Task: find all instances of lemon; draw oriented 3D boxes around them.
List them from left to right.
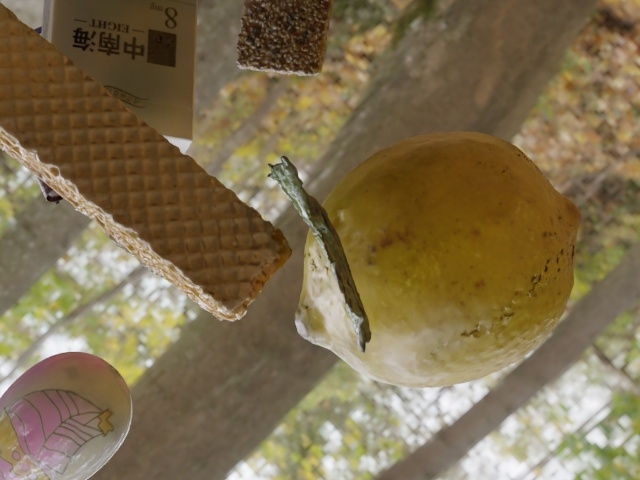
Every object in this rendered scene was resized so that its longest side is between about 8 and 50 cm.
[{"bbox_3d":[0.115,0.023,1.405,0.257,0.310,0.258,63,177,5],"label":"lemon"}]

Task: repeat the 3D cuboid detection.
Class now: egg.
[{"bbox_3d":[-0.418,0.292,2.126,0.196,0.271,0.196,53,173,9],"label":"egg"}]

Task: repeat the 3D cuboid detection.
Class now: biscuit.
[{"bbox_3d":[-0.193,-0.079,1.135,0.379,0.094,0.054,39,158,-1],"label":"biscuit"},{"bbox_3d":[-0.043,-0.354,1.940,0.131,0.236,0.026,9,180,14],"label":"biscuit"}]

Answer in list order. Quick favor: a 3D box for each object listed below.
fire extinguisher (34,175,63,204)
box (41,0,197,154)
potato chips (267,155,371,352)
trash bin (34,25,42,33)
[{"bbox_3d":[-0.353,-0.110,1.724,0.132,0.039,0.056,59,160,22],"label":"fire extinguisher"},{"bbox_3d":[-0.206,-0.208,1.399,0.155,0.067,0.242,8,-112,-18],"label":"box"},{"bbox_3d":[-0.001,0.000,1.147,0.092,0.028,0.207,-109,-7,-58],"label":"potato chips"},{"bbox_3d":[-0.373,-0.194,2.006,0.234,0.163,0.184,-122,10,-49],"label":"trash bin"}]
